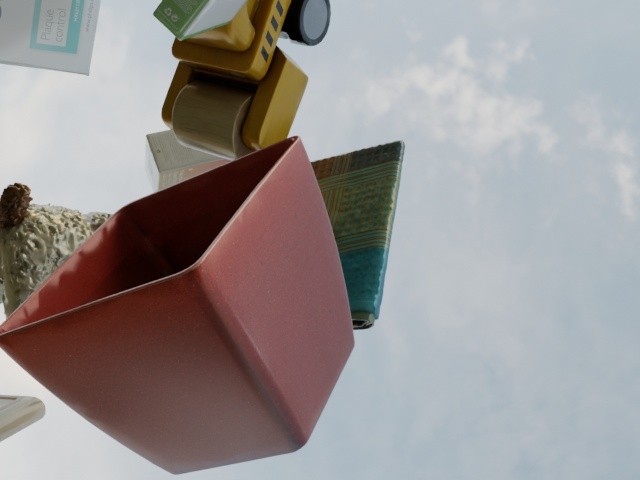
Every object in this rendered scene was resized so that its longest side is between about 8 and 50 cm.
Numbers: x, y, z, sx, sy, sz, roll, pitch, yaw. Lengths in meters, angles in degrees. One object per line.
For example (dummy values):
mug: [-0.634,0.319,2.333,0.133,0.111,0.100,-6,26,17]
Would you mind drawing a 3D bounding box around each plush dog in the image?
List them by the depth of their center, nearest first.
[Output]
plush dog: [-0.334,0.017,1.258,0.262,0.225,0.211,31,-64,42]

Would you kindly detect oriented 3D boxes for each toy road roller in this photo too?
toy road roller: [-0.151,-0.306,1.448,0.202,0.240,0.330,17,-93,29]

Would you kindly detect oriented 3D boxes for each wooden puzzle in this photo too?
wooden puzzle: [-0.524,0.244,1.233,0.238,0.221,0.044,6,-83,13]

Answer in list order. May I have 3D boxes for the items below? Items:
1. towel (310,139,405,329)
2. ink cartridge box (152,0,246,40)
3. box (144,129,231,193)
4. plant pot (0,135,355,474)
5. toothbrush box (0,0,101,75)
towel: [0.000,0.000,1.531,0.271,0.040,0.370,-10,-133,28]
ink cartridge box: [-0.093,-0.361,1.167,0.056,0.171,0.235,44,-65,-2]
box: [-0.253,-0.157,1.832,0.130,0.170,0.091,112,-40,-61]
plant pot: [-0.115,0.086,0.957,0.267,0.267,0.236,-18,-67,30]
toothbrush box: [-0.248,-0.296,0.746,0.295,0.126,0.216,-119,-140,-52]
